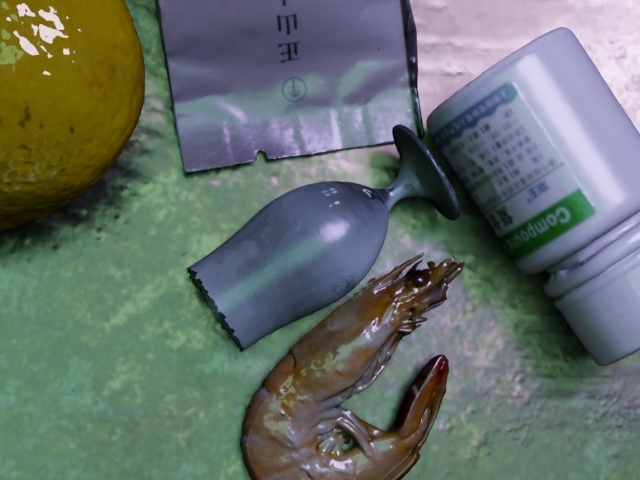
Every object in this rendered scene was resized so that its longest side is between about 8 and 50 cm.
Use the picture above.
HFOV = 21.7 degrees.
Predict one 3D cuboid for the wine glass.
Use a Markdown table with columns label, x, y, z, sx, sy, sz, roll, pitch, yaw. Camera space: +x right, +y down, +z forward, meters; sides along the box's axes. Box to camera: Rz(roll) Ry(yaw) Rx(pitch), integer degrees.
| label | x | y | z | sx | sy | sz | roll | pitch | yaw |
| --- | --- | --- | --- | --- | --- | --- | --- | --- | --- |
| wine glass | 0.000 | 0.000 | 1.275 | 0.202 | 0.093 | 0.093 | -34 | 88 | -10 |

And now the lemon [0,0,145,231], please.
| label | x | y | z | sx | sy | sz | roll | pitch | yaw |
| --- | --- | --- | --- | --- | --- | --- | --- | --- | --- |
| lemon | -0.253 | -0.117 | 1.197 | 0.253 | 0.228 | 0.228 | -21 | 86 | 2 |

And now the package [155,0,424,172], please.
| label | x | y | z | sx | sy | sz | roll | pitch | yaw |
| --- | --- | --- | --- | --- | --- | --- | --- | --- | --- |
| package | -0.029 | -0.191 | 1.316 | 0.204 | 0.062 | 0.251 | -8 | 98 | -6 |

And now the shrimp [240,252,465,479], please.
| label | x | y | z | sx | sy | sz | roll | pitch | yaw |
| --- | --- | --- | --- | --- | --- | --- | --- | --- | --- |
| shrimp | 0.040 | 0.112 | 1.288 | 0.133 | 0.053 | 0.236 | 42 | 85 | 2 |

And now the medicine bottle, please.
| label | x | y | z | sx | sy | sz | roll | pitch | yaw |
| --- | --- | --- | --- | --- | --- | --- | --- | --- | --- |
| medicine bottle | 0.196 | -0.032 | 1.277 | 0.139 | 0.139 | 0.237 | -33 | 90 | -8 |
